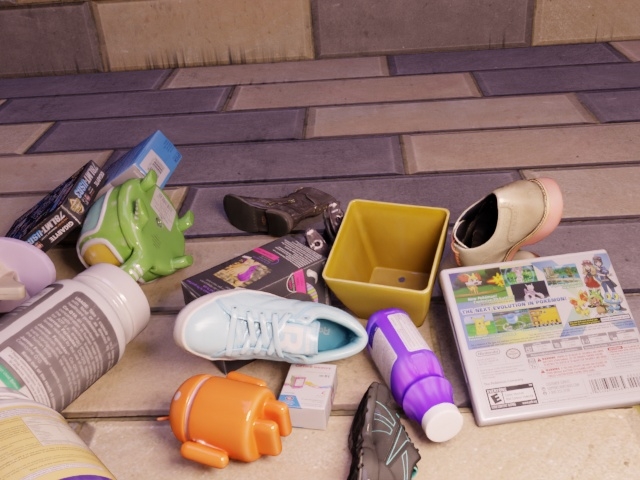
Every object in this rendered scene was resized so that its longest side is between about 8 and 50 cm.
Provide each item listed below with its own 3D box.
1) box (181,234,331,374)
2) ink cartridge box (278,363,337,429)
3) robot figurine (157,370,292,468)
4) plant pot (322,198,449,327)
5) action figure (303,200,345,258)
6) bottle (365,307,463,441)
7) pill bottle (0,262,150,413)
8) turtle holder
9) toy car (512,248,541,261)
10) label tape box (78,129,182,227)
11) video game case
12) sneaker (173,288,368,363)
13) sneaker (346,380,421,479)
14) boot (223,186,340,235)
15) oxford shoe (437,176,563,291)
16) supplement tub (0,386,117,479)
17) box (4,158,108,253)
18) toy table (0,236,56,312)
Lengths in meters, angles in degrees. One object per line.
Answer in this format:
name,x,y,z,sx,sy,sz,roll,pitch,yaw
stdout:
box,-0.124,0.124,1.448,0.270,0.165,0.143,-24,35,-29
ink cartridge box,-0.022,0.278,1.280,0.088,0.052,0.122,2,29,12
robot figurine,-0.161,0.297,1.190,0.219,0.128,0.158,8,75,21
plant pot,0.147,0.063,1.462,0.212,0.187,0.212,8,53,19
action figure,0.000,0.000,1.627,0.185,0.099,0.285,-35,-3,-12
bottle,0.164,0.236,1.259,0.092,0.118,0.283,-10,29,-12
pill bottle,-0.502,0.202,1.328,0.204,0.204,0.361,12,34,27
turtle holder,-0.442,0.015,1.663,0.227,0.243,0.320,-22,63,15
toy car,0.458,0.104,1.484,0.188,0.149,0.155,14,26,-28
label tape box,-0.576,-0.138,1.992,0.348,0.115,0.249,-33,23,21
video game case,0.410,0.169,1.289,0.329,0.036,0.300,-7,60,-4
sneaker,-0.075,0.158,1.281,0.366,0.135,0.150,1,0,-31
sneaker,0.102,0.338,1.144,0.106,0.101,0.267,19,30,-4
boot,-0.107,-0.095,1.931,0.263,0.091,0.229,20,32,29
oxford shoe,0.308,-0.001,1.405,0.146,0.397,0.140,-1,58,-20
supplement tub,-0.424,0.371,0.986,0.241,0.241,0.331,-27,36,-34
box,-0.690,-0.047,1.781,0.293,0.073,0.295,-34,26,14
toy table,-0.744,0.095,1.547,0.274,0.252,0.161,-12,12,7
